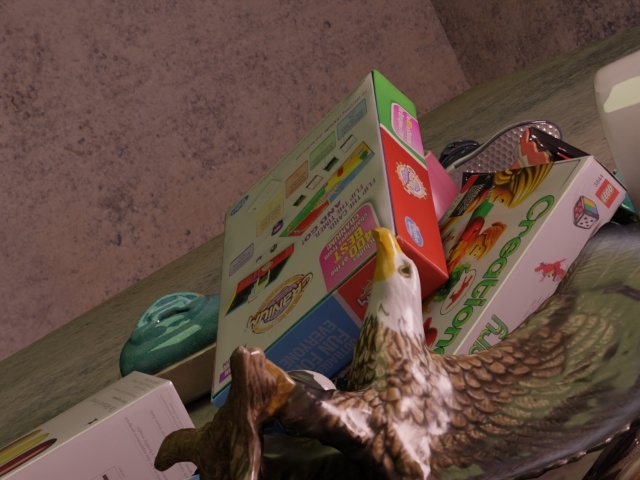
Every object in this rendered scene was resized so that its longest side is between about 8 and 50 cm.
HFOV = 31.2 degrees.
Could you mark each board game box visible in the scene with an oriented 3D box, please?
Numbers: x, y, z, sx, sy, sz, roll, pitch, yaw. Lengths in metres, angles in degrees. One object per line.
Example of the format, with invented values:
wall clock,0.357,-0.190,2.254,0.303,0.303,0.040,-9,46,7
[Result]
board game box,0.110,0.065,0.968,0.305,0.053,0.193,-53,17,-17
board game box,0.000,0.000,1.110,0.242,0.064,0.317,-42,26,24

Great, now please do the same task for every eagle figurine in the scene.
eagle figurine,0.077,0.096,0.663,0.298,0.225,0.226,0,15,-23

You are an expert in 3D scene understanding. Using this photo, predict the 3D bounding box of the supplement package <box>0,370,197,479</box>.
supplement package,-0.224,0.236,1.015,0.244,0.134,0.139,-30,9,-22

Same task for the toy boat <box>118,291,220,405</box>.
toy boat,-0.132,0.096,1.537,0.318,0.148,0.267,-27,8,-5

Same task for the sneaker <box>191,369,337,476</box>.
sneaker,-0.039,0.163,0.920,0.081,0.080,0.211,-22,-22,-43

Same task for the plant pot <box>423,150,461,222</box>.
plant pot,0.102,0.009,1.267,0.201,0.180,0.201,-25,9,4

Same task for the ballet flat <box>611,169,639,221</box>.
ballet flat,0.372,-0.055,1.258,0.241,0.091,0.077,-28,-23,-38

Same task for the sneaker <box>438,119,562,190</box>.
sneaker,0.297,-0.151,1.959,0.226,0.086,0.163,-26,11,10

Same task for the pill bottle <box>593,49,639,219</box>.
pill bottle,0.448,-0.135,0.959,0.392,0.224,0.224,-23,9,25

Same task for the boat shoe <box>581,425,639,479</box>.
boat shoe,0.227,0.103,0.668,0.223,0.080,0.073,-35,17,-26

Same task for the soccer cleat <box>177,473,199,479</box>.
soccer cleat,-0.125,0.234,0.800,0.331,0.116,0.143,-24,8,12

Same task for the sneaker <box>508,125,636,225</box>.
sneaker,0.235,0.013,1.109,0.136,0.116,0.314,-60,15,25
